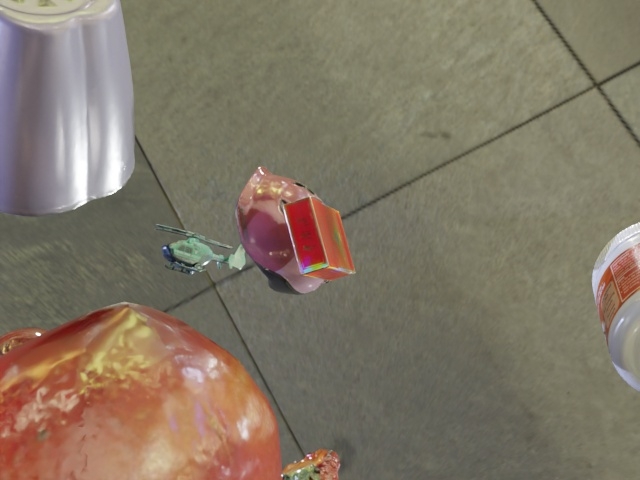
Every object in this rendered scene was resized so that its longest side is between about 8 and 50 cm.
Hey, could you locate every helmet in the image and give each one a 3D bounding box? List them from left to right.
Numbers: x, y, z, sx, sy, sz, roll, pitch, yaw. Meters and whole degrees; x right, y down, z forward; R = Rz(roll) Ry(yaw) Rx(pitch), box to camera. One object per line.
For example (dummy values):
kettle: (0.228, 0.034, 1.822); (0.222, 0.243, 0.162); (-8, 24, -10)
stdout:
helmet: (-0.042, -0.013, 1.688); (0.154, 0.253, 0.198); (4, 40, 22)

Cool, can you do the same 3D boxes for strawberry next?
strawberry: (-0.023, 0.484, 1.805); (0.140, 0.192, 0.085); (-25, 84, -37)

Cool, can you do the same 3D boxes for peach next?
peach: (-0.194, 0.220, 0.732); (0.281, 0.281, 0.338); (32, 64, 12)

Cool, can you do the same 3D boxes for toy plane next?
toy plane: (-0.273, 0.031, 2.014); (0.235, 0.060, 0.096); (17, 72, -32)

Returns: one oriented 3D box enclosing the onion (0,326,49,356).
onion: (-0.294, 0.179, 0.984); (0.147, 0.184, 0.184); (-10, 70, -24)

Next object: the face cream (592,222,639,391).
face cream: (0.495, 0.096, 1.243); (0.201, 0.201, 0.187); (6, 30, 4)

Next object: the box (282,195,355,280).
box: (-0.001, 0.000, 1.365); (0.048, 0.175, 0.112); (-18, 79, 13)

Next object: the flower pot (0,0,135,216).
flower pot: (-0.329, -0.200, 1.035); (0.265, 0.243, 0.265); (12, 44, -12)
